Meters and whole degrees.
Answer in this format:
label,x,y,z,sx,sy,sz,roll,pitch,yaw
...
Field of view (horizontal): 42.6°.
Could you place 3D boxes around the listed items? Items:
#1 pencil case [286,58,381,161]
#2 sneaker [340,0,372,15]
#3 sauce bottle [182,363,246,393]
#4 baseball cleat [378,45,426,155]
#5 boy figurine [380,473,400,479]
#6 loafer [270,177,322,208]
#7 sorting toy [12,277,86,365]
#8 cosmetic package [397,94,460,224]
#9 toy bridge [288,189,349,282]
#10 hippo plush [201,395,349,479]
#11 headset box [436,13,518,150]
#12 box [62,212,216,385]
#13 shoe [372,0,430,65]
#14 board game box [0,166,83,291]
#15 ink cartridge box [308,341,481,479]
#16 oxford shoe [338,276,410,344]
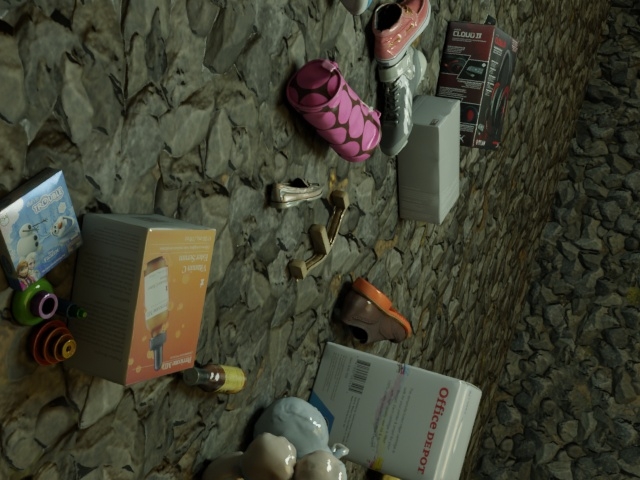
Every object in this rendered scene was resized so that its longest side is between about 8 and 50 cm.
label,x,y,z,sx,sy,sz,roll,pitch,yaw
pencil case,0.027,-0.204,1.278,0.098,0.095,0.209,-45,154,5
sneaker,0.021,-0.408,1.205,0.083,0.071,0.191,-51,139,-29
sauce bottle,-0.150,0.194,1.155,0.128,0.042,0.042,25,79,-62
baseball cleat,0.132,-0.264,1.514,0.109,0.072,0.206,22,79,-49
boy figurine,0.166,0.549,1.931,0.285,0.092,0.177,-63,151,-29
loafer,-0.034,-0.079,1.264,0.125,0.045,0.039,-25,118,-56
sorting toy,-0.272,0.083,0.841,0.061,0.042,0.102,-49,143,-46
cosmetic package,0.225,-0.167,1.699,0.127,0.107,0.238,-48,140,-46
toy bridge,0.000,0.000,1.391,0.188,0.026,0.063,-59,151,-33
hippo plush,-0.019,0.375,1.286,0.236,0.234,0.294,-55,130,-60
headset box,0.352,-0.358,1.858,0.218,0.110,0.293,-6,107,-63
box,-0.201,0.060,0.922,0.130,0.091,0.171,-4,105,-64
shoe,0.145,-0.397,1.458,0.178,0.063,0.081,-58,155,-26
board game box,-0.279,-0.011,0.806,0.090,0.020,0.090,-49,142,-45
ink cartridge box,0.136,0.331,1.548,0.197,0.270,0.198,35,71,-64
oxford shoe,0.102,0.161,1.635,0.098,0.097,0.271,-52,146,-6
